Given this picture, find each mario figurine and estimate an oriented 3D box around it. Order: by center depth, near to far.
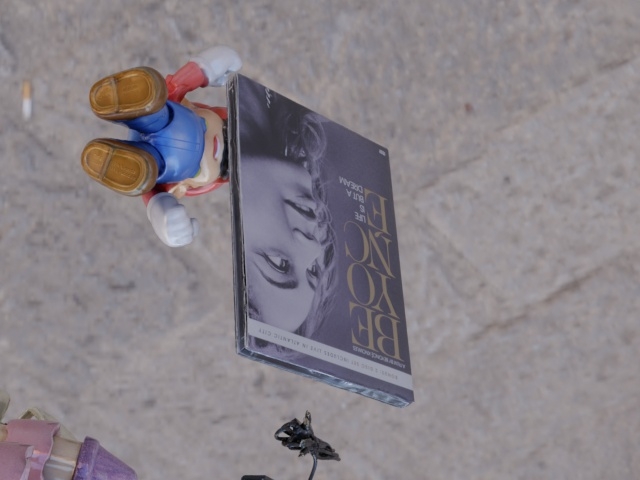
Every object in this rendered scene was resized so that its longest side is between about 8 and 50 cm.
[{"bbox_3d":[-0.140,-0.113,1.492,0.170,0.320,0.198,43,100,9],"label":"mario figurine"}]

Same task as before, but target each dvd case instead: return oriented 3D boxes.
[{"bbox_3d":[0.000,0.000,0.966,0.164,0.221,0.018,23,142,-40],"label":"dvd case"}]

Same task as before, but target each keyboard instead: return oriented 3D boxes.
[{"bbox_3d":[-0.032,0.294,1.430,0.033,0.201,0.317,16,166,20],"label":"keyboard"}]

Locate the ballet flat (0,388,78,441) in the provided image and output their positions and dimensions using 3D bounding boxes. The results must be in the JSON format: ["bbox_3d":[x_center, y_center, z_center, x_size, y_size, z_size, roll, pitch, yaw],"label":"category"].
[{"bbox_3d":[-0.290,0.182,1.227,0.077,0.241,0.091,-66,160,-1],"label":"ballet flat"}]

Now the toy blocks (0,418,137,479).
[{"bbox_3d":[-0.227,0.294,0.975,0.260,0.288,0.309,14,85,-6],"label":"toy blocks"}]
